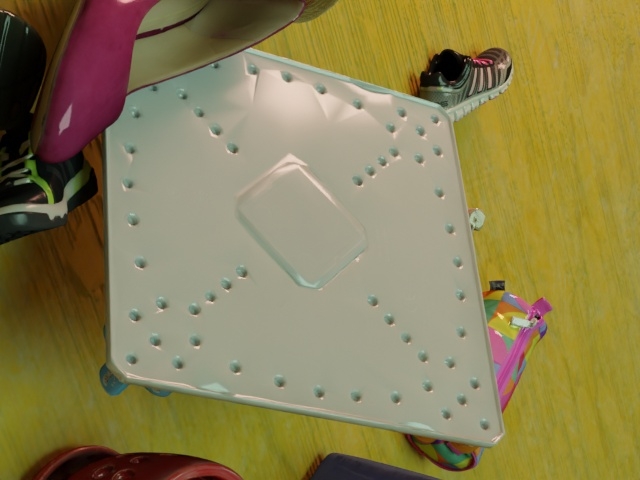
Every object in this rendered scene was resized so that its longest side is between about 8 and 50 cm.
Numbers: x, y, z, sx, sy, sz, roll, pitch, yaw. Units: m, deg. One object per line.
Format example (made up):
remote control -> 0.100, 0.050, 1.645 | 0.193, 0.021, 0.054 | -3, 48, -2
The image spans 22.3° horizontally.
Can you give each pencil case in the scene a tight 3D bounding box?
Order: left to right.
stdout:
pencil case -> 0.193, 0.164, 1.975 | 0.236, 0.104, 0.104 | -59, 133, -28

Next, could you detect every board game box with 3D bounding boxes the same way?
board game box -> -0.027, -0.004, 1.505 | 0.390, 0.050, 0.390 | 13, 52, -27

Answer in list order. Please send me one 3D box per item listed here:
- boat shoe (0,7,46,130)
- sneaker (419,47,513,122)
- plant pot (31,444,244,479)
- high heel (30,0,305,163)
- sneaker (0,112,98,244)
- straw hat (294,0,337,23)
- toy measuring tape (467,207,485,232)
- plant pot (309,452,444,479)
boat shoe -> -0.358, -0.176, 1.265 | 0.324, 0.120, 0.122 | 34, 79, -53
sneaker -> 0.174, -0.201, 1.949 | 0.170, 0.063, 0.074 | -37, 126, -37
plant pot -> -0.173, 0.284, 1.479 | 0.191, 0.174, 0.191 | -4, 95, -51
high heel -> -0.124, -0.167, 1.419 | 0.181, 0.127, 0.377 | 24, 43, -6
sneaker -> -0.258, -0.058, 1.386 | 0.234, 0.084, 0.097 | -73, 145, -76
straw hat -> -0.029, -0.297, 1.693 | 0.061, 0.144, 0.144 | -76, 165, -85
toy measuring tape -> 0.024, 0.011, 1.626 | 0.330, 0.121, 0.121 | -31, 117, -28
plant pot -> 0.070, 0.396, 1.748 | 0.212, 0.236, 0.236 | -46, 127, -30
